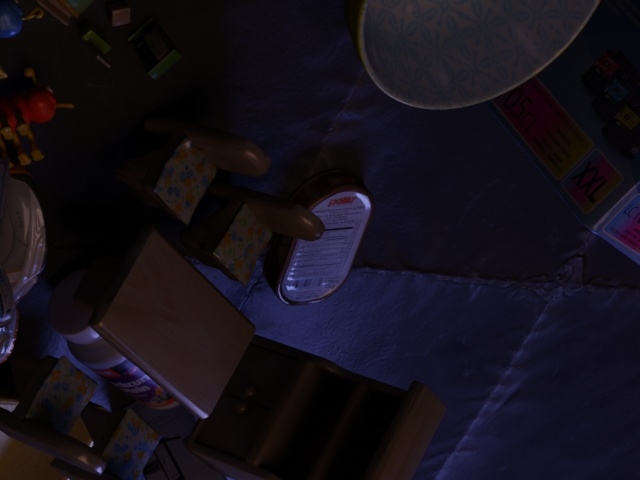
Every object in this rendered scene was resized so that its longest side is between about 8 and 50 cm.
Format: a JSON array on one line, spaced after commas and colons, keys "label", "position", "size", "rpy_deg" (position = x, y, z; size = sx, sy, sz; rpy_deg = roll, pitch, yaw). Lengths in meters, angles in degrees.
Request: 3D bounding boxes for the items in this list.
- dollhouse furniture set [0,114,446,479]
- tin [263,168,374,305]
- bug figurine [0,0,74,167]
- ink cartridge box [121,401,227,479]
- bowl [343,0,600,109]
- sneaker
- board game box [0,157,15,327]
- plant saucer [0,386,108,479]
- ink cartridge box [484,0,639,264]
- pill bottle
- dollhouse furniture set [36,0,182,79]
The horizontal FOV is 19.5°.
[{"label": "dollhouse furniture set", "position": [-0.082, 0.136, 1.957], "size": [0.362, 0.256, 0.394], "rpy_deg": [-62, 142, -16]}, {"label": "tin", "position": [0.000, 0.000, 2.176], "size": [0.106, 0.040, 0.189], "rpy_deg": [-9, 135, -33]}, {"label": "bug figurine", "position": [-0.347, -0.141, 1.724], "size": [0.216, 0.072, 0.279], "rpy_deg": [-16, 161, -5]}, {"label": "ink cartridge box", "position": [-0.156, 0.297, 2.241], "size": [0.086, 0.203, 0.148], "rpy_deg": [-29, 141, -6]}, {"label": "bowl", "position": [0.134, -0.289, 1.870], "size": [0.289, 0.156, 0.289], "rpy_deg": [-19, 138, -18]}, {"label": "sneaker", "position": [-0.361, 0.030, 1.913], "size": [0.121, 0.099, 0.262], "rpy_deg": [0, 129, -29]}, {"label": "board game box", "position": [-0.363, -0.001, 1.757], "size": [0.194, 0.194, 0.060], "rpy_deg": [-20, 172, -40]}, {"label": "plant saucer", "position": [-0.457, 0.270, 2.105], "size": [0.333, 0.081, 0.333], "rpy_deg": [10, 124, -42]}, {"label": "ink cartridge box", "position": [0.392, -0.212, 2.038], "size": [0.395, 0.270, 0.151], "rpy_deg": [-44, 145, 13]}, {"label": "pill bottle", "position": [-0.216, 0.107, 2.078], "size": [0.108, 0.108, 0.193], "rpy_deg": [-39, 141, 7]}, {"label": "dollhouse furniture set", "position": [-0.202, -0.215, 1.794], "size": [0.076, 0.058, 0.152], "rpy_deg": [-41, 141, 8]}]
